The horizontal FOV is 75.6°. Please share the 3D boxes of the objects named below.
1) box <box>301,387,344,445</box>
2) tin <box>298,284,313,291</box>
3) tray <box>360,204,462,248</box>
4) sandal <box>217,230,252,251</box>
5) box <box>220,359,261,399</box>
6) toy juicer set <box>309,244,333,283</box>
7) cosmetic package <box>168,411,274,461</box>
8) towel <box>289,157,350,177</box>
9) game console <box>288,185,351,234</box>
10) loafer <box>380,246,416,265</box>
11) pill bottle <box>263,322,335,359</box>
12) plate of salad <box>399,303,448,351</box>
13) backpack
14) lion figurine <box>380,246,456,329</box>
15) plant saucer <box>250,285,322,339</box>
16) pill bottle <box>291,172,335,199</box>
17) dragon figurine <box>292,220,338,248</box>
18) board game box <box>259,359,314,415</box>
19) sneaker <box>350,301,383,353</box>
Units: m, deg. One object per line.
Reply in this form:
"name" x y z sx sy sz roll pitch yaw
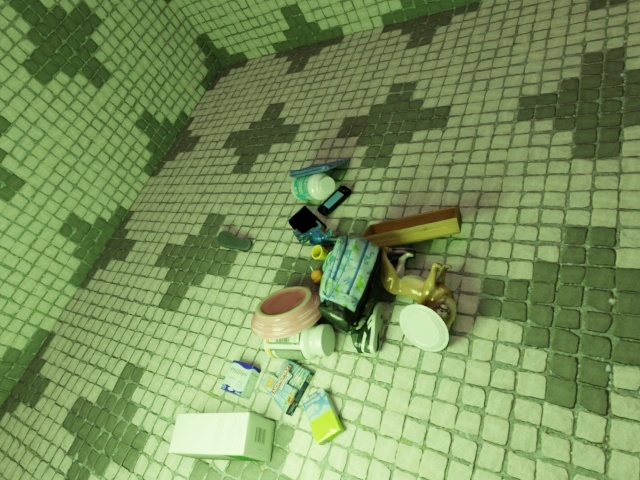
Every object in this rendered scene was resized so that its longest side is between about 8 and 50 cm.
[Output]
"box" 0.006 0.672 1.584 0.109 0.042 0.178 -34 46 5
"tin" -0.070 0.291 1.918 0.106 0.040 0.190 -33 46 12
"tray" 0.393 -0.049 1.788 0.411 0.076 0.203 -13 14 24
"sandal" -0.496 0.014 2.381 0.254 0.054 0.097 19 76 29
"box" -0.351 0.614 1.828 0.126 0.072 0.137 4 60 33
"toy juicer set" 0.067 0.141 1.867 0.329 0.089 0.209 10 82 43
"cosmetic package" -0.390 0.782 1.645 0.365 0.197 0.155 -14 52 25
"towel" -0.002 -0.404 2.245 0.243 0.040 0.336 -7 15 25
"game console" 0.007 -0.164 2.199 0.361 0.044 0.213 -43 46 -3
"loafer" 0.278 0.089 1.820 0.302 0.109 0.095 -6 71 36
"pill bottle" -0.089 0.421 1.748 0.278 0.162 0.162 -6 55 27
"plate of salad" 0.385 0.321 1.531 0.200 0.200 0.048 14 32 38
"backpack" 0.117 0.155 1.656 0.273 0.290 0.355 33 78 14
"lion figurine" 0.369 0.180 1.636 0.392 0.142 0.240 21 98 41
"plant saucer" -0.148 0.294 1.775 0.332 0.084 0.332 -15 19 5
"pill bottle" -0.035 -0.287 2.199 0.264 0.146 0.146 5 59 55
"dragon figurine" 0.000 0.000 2.039 0.289 0.085 0.144 30 84 25
"board game box" -0.154 0.595 1.729 0.194 0.060 0.194 16 67 38
"sneaker" 0.183 0.352 1.686 0.121 0.079 0.217 -8 52 32
